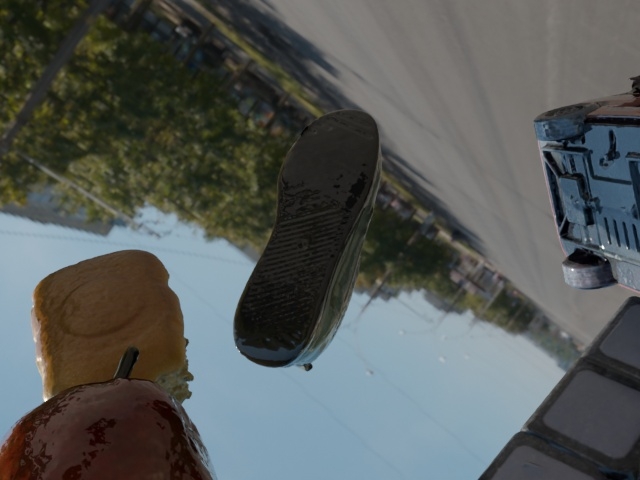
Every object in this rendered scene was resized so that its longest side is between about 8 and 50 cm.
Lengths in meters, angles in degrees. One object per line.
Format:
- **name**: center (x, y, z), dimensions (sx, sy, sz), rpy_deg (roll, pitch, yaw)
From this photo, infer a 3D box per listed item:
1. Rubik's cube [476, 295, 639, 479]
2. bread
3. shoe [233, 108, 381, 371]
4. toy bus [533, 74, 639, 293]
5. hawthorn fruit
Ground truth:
- **Rubik's cube**: center (0.332, 0.284, 0.775), dimensions (0.304, 0.305, 0.301), rpy_deg (22, 142, 37)
- **bread**: center (-0.243, 0.114, 1.034), dimensions (0.245, 0.174, 0.121), rpy_deg (-117, 21, -49)
- **shoe**: center (0.000, 0.000, 0.876), dimensions (0.103, 0.274, 0.098), rpy_deg (15, 166, 26)
- **toy bus**: center (0.386, -0.054, 0.857), dimensions (0.427, 0.233, 0.203), rpy_deg (-143, 37, -75)
- **hawthorn fruit**: center (-0.179, 0.218, 0.742), dimensions (0.224, 0.224, 0.260), rpy_deg (33, -133, -42)
